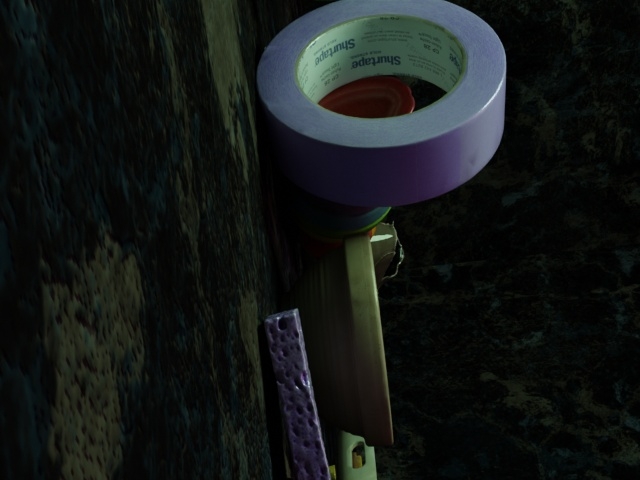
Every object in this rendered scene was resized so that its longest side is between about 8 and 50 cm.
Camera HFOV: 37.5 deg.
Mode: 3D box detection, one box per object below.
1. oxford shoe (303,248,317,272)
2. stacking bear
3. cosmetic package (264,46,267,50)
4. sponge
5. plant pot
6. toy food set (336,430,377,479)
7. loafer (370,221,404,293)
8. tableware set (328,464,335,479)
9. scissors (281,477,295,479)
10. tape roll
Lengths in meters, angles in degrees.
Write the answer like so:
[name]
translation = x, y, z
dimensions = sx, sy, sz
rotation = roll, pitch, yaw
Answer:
[oxford shoe]
translation = 0.002, 0.008, 1.497
dimensions = 0.098, 0.097, 0.271
rotation = 52, 21, -46
[stacking bear]
translation = 0.027, -0.065, 1.258
dimensions = 0.289, 0.164, 0.175
rotation = 104, -20, -65
[cosmetic package]
translation = -0.047, -0.224, 1.250
dimensions = 0.115, 0.041, 0.060
rotation = -65, 148, -86
[sponge]
translation = -0.014, 0.169, 0.858
dimensions = 0.117, 0.031, 0.210
rotation = 106, -29, -87
[plant pot]
translation = 0.016, 0.115, 1.055
dimensions = 0.237, 0.109, 0.237
rotation = -7, 90, -88
[toy food set]
translation = 0.075, 0.464, 1.503
dimensions = 0.220, 0.092, 0.306
rotation = -90, 178, -69
[loafer]
translation = 0.098, 0.054, 1.815
dimensions = 0.366, 0.130, 0.134
rotation = 75, 9, -76
[tableware set]
translation = 0.016, 0.390, 1.346
dimensions = 0.104, 0.024, 0.154
rotation = 81, 3, -51
[scissors]
translation = -0.015, 0.348, 0.835
dimensions = 0.109, 0.021, 0.297
rotation = -97, -179, -72
[tape roll]
translation = 0.069, -0.165, 1.063
dimensions = 0.090, 0.274, 0.275
rotation = 82, 3, -47
